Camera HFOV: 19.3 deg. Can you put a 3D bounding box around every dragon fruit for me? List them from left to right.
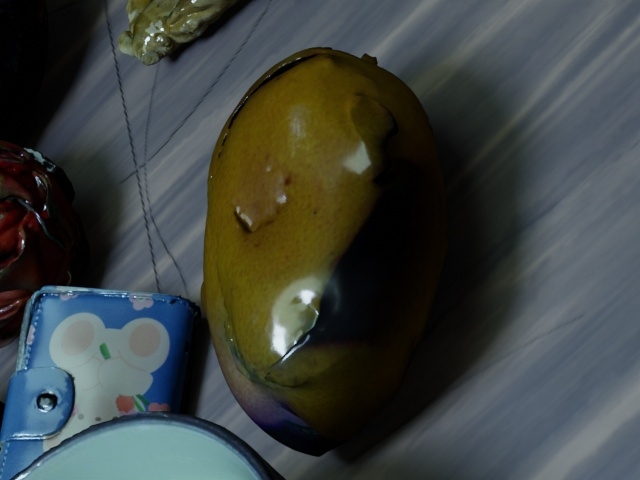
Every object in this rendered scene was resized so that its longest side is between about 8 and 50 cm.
[{"bbox_3d":[-0.284,0.005,1.559,0.182,0.182,0.189,5,61,45],"label":"dragon fruit"}]

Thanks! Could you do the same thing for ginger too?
[{"bbox_3d":[-0.096,-0.214,1.610,0.176,0.052,0.193,-53,34,4],"label":"ginger"}]

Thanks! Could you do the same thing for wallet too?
[{"bbox_3d":[-0.173,0.135,1.432,0.141,0.059,0.202,3,66,12],"label":"wallet"}]

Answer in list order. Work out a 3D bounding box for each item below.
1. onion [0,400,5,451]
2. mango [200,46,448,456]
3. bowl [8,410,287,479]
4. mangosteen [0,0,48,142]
[{"bbox_3d":[-0.288,0.187,1.500,0.135,0.198,0.173,114,139,-56],"label":"onion"},{"bbox_3d":[0.000,0.000,1.307,0.201,0.152,0.287,-8,61,34],"label":"mango"},{"bbox_3d":[-0.090,0.302,1.181,0.353,0.185,0.354,-23,52,32],"label":"bowl"},{"bbox_3d":[-0.404,-0.182,1.699,0.330,0.330,0.330,-23,52,32],"label":"mangosteen"}]
